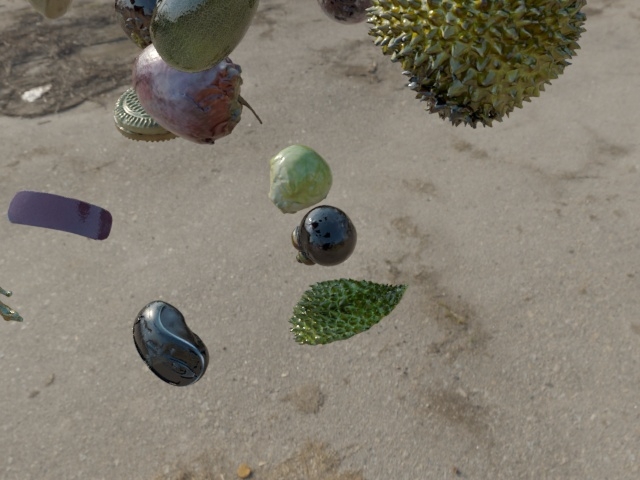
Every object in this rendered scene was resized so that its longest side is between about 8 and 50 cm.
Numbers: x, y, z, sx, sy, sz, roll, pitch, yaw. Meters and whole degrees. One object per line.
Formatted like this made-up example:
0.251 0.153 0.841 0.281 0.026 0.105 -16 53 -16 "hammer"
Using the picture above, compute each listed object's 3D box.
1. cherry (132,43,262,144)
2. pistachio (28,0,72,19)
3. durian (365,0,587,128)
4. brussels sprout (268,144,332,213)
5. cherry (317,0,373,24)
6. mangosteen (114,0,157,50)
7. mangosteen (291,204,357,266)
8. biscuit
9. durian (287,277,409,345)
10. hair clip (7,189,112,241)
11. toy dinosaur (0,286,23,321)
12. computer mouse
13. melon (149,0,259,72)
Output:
-0.252 -0.286 0.930 0.250 0.192 0.175 29 81 17 "cherry"
-0.782 -0.752 1.424 0.138 0.238 0.153 -8 52 -36 "pistachio"
0.191 -0.291 0.661 0.258 0.258 0.293 -32 68 -29 "durian"
-0.097 -0.270 2.114 0.317 0.273 0.243 -27 28 -25 "brussels sprout"
0.078 -0.692 1.377 0.195 0.195 0.195 -2 41 2 "cherry"
-0.374 -0.552 1.178 0.192 0.192 0.217 13 58 18 "mangosteen"
0.000 0.000 1.664 0.250 0.211 0.211 -35 27 34 "mangosteen"
-0.414 -0.345 1.291 0.259 0.079 0.259 -1 46 1 "biscuit"
0.045 0.187 1.269 0.356 0.170 0.157 -17 71 42 "durian"
-0.375 -0.037 0.717 0.137 0.022 0.054 14 67 -20 "hair clip"
-0.603 0.080 0.794 0.212 0.142 0.057 8 55 3 "toy dinosaur"
-0.373 0.250 1.196 0.233 0.137 0.096 40 22 16 "computer mouse"
-0.128 -0.258 0.557 0.162 0.099 0.099 -32 25 36 "melon"
